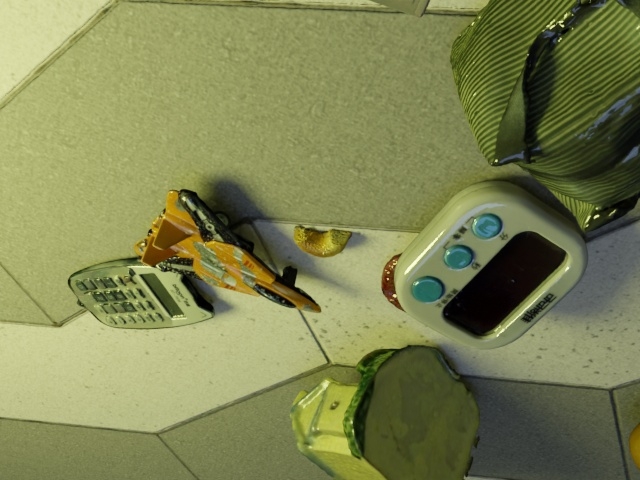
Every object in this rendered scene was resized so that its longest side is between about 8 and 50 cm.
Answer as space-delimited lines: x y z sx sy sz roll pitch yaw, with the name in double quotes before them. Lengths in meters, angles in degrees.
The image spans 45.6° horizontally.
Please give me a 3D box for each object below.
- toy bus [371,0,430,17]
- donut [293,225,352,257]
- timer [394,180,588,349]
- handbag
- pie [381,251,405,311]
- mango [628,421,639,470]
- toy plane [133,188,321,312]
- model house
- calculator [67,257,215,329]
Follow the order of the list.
"toy bus" 0.050 -0.314 0.873 0.172 0.072 0.057 17 139 -6
"donut" 0.000 0.000 1.219 0.083 0.038 0.067 29 136 -20
"timer" 0.253 0.040 1.157 0.237 0.087 0.262 29 119 -20
"handbag" 0.316 -0.186 0.838 0.247 0.240 0.340 29 131 -24
"pie" 0.170 0.072 1.264 0.154 0.036 0.154 5 134 6
"mango" 0.767 0.356 1.312 0.445 0.232 0.300 -20 132 35
"toy plane" -0.132 0.035 1.242 0.316 0.103 0.204 22 137 -22
"model house" 0.106 0.343 1.439 0.266 0.261 0.321 -13 133 47
"calculator" -0.332 0.101 1.377 0.268 0.040 0.177 -9 132 19
